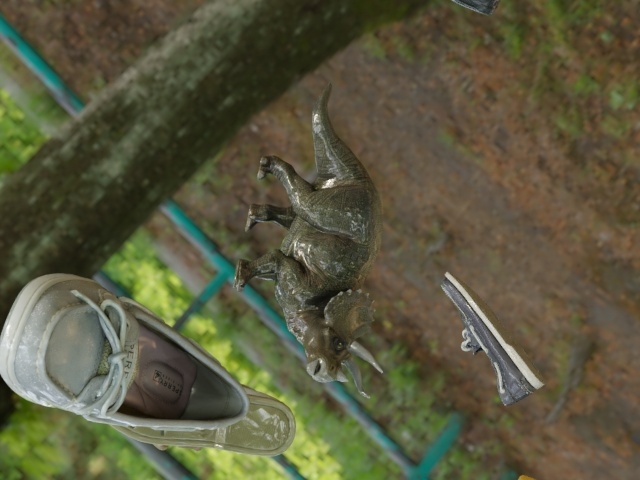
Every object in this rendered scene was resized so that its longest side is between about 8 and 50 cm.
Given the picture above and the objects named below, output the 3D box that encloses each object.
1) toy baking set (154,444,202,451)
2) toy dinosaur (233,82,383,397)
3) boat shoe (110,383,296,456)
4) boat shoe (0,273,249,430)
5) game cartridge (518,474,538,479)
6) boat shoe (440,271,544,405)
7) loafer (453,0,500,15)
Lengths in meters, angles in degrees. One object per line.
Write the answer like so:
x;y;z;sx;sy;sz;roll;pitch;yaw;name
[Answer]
-0.277;0.230;2.118;0.256;0.030;0.197;49;-162;16;toy baking set
0.000;0.000;1.412;0.160;0.313;0.121;13;165;-5;toy dinosaur
-0.185;0.229;1.855;0.302;0.113;0.103;18;177;-5;boat shoe
-0.170;0.112;1.208;0.103;0.118;0.320;11;165;25;boat shoe
0.403;0.506;2.030;0.285;0.323;0.052;22;121;6;game cartridge
0.215;0.131;1.817;0.206;0.065;0.075;53;-166;24;boat shoe
0.114;-0.326;1.608;0.223;0.076;0.078;19;125;3;loafer
